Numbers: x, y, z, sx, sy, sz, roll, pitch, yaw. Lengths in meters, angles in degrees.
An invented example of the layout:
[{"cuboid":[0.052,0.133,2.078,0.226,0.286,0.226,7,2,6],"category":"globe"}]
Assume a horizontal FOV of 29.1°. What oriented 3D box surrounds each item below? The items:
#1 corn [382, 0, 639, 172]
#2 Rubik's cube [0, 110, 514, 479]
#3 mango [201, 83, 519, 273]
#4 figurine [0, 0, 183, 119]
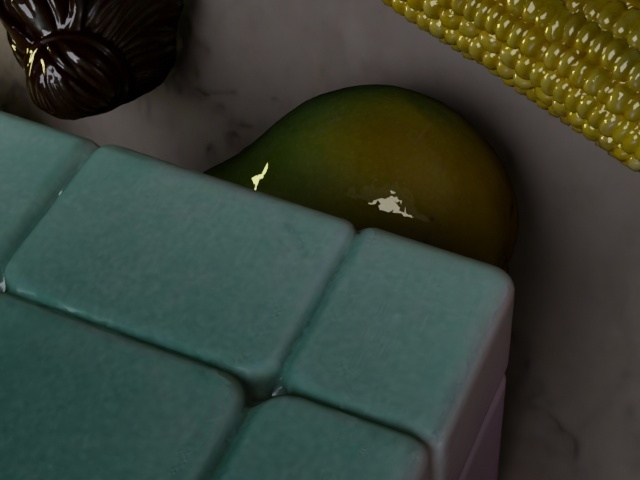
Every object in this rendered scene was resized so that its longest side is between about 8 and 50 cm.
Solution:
[{"cuboid":[0.126,-0.115,0.638,0.244,0.093,0.093,37,120,15],"category":"corn"},{"cuboid":[-0.101,0.173,0.648,0.321,0.316,0.319,17,145,17],"category":"Rubik's cube"},{"cuboid":[0.000,0.000,0.735,0.251,0.114,0.156,-20,104,34],"category":"mango"},{"cuboid":[-0.174,-0.235,0.769,0.187,0.168,0.315,-19,108,-5],"category":"figurine"}]
